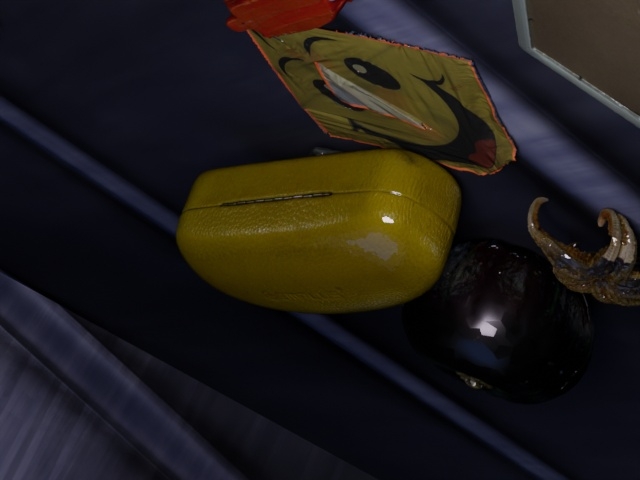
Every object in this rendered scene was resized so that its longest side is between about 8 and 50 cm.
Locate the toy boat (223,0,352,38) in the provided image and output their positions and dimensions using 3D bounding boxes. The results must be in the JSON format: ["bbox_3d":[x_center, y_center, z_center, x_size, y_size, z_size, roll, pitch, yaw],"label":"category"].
[{"bbox_3d":[-0.022,-0.230,1.690,0.069,0.059,0.173,34,155,-30],"label":"toy boat"}]

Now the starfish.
[{"bbox_3d":[0.303,0.025,1.989,0.146,0.074,0.190,3,155,41],"label":"starfish"}]

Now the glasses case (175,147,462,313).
[{"bbox_3d":[0.000,0.000,2.110,0.371,0.141,0.173,-4,152,43],"label":"glasses case"}]

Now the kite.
[{"bbox_3d":[0.054,-0.152,1.902,0.327,0.013,0.377,29,164,-11],"label":"kite"}]

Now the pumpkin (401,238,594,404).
[{"bbox_3d":[0.211,0.099,2.188,0.233,0.163,0.233,25,166,6],"label":"pumpkin"}]

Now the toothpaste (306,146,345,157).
[{"bbox_3d":[-0.008,-0.069,2.205,0.069,0.047,0.268,41,158,-6],"label":"toothpaste"}]

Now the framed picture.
[{"bbox_3d":[0.238,-0.167,1.466,0.231,0.018,0.293,37,169,21],"label":"framed picture"}]
